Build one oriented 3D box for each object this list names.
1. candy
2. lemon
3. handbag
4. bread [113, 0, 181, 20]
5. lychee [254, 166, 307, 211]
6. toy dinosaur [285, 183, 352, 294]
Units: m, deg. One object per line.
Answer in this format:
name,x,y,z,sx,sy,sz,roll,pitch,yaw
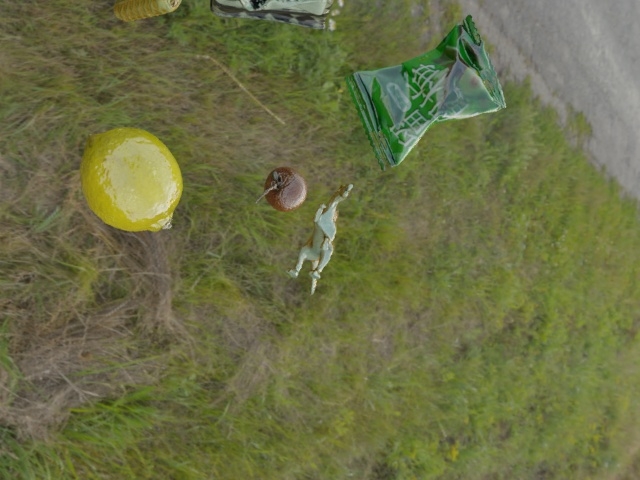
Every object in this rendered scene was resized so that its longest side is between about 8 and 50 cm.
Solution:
candy,0.150,-0.204,0.799,0.078,0.203,0.141,49,16,-79
lemon,-0.212,-0.067,0.632,0.109,0.109,0.133,-42,102,-40
handbag,-0.071,-0.587,1.198,0.316,0.416,0.180,8,90,-12
bread,-0.532,-0.722,1.709,0.077,0.367,0.084,-18,113,-40
lychee,-0.081,-0.114,1.287,0.140,0.101,0.114,94,10,-82
toy dinosaur,0.000,-0.001,0.916,0.142,0.057,0.212,-63,178,-20
